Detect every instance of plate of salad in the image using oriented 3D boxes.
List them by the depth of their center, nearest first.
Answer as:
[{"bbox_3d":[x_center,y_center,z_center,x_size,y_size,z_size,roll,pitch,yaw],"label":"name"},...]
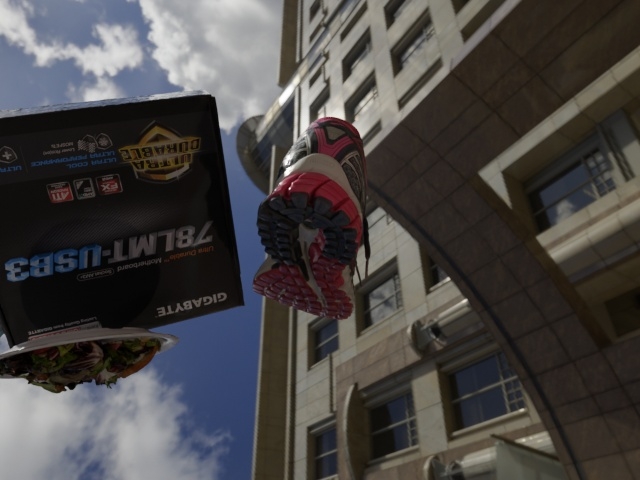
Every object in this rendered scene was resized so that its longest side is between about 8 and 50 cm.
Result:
[{"bbox_3d":[-0.250,0.132,0.543,0.199,0.200,0.048,2,-112,-38],"label":"plate of salad"}]

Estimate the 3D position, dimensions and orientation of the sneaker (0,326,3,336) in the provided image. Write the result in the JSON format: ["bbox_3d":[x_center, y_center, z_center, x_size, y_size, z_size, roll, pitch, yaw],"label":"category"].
[{"bbox_3d":[-0.577,0.177,0.743,0.104,0.125,0.262,40,-116,-13],"label":"sneaker"}]

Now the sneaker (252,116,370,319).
[{"bbox_3d":[0.000,0.000,0.553,0.120,0.299,0.112,17,-119,0],"label":"sneaker"}]

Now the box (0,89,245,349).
[{"bbox_3d":[-0.259,-0.021,0.639,0.295,0.293,0.073,-11,-156,-17],"label":"box"}]
